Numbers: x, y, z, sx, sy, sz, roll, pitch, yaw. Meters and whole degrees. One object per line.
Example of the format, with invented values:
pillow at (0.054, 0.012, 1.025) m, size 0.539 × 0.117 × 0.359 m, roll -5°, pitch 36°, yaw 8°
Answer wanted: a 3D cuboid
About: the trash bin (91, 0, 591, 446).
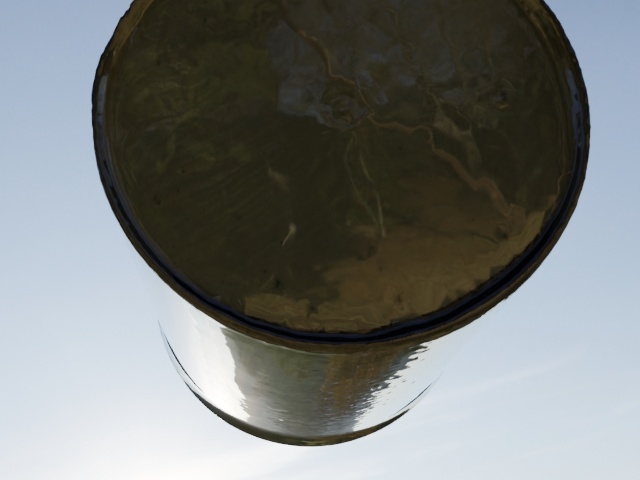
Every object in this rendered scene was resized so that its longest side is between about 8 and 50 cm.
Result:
trash bin at (0.000, 0.000, 0.581) m, size 0.280 × 0.280 × 0.432 m, roll -8°, pitch -17°, yaw -6°
